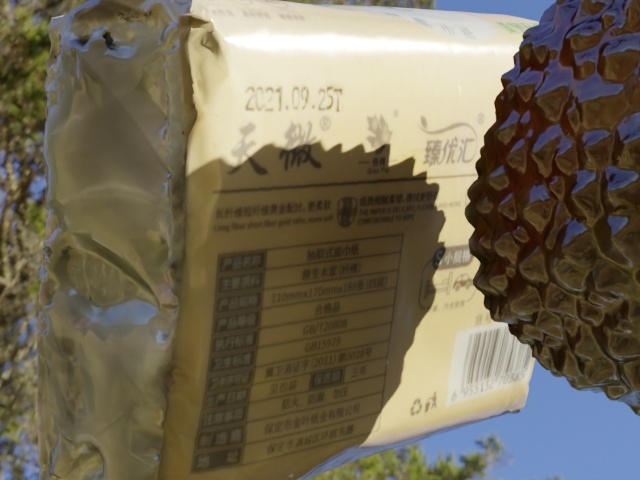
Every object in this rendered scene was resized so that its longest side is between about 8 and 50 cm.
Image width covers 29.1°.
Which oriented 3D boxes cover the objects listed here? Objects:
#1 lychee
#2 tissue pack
[{"bbox_3d":[0.133,-0.022,0.376,0.165,0.165,0.197,40,-51,-18],"label":"lychee"},{"bbox_3d":[0.000,0.000,0.476,0.090,0.222,0.186,15,-73,44],"label":"tissue pack"}]
